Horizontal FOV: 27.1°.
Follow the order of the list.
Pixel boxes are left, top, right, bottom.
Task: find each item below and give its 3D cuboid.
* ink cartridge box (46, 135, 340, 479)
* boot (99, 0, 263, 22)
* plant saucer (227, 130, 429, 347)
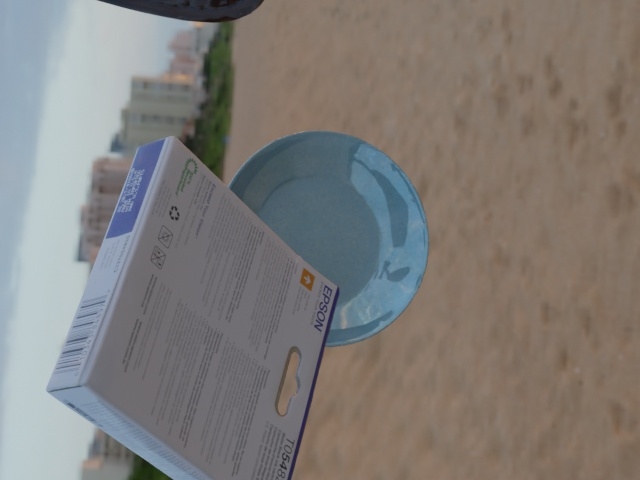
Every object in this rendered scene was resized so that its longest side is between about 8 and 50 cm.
[{"bbox_3d":[-0.087,0.072,1.022,0.224,0.045,0.223,44,-132,-36],"label":"ink cartridge box"},{"bbox_3d":[-0.098,-0.161,0.449,0.082,0.219,0.106,-55,6,41],"label":"boot"},{"bbox_3d":[0.000,0.000,1.193,0.037,0.195,0.195,147,127,-74],"label":"plant saucer"}]
